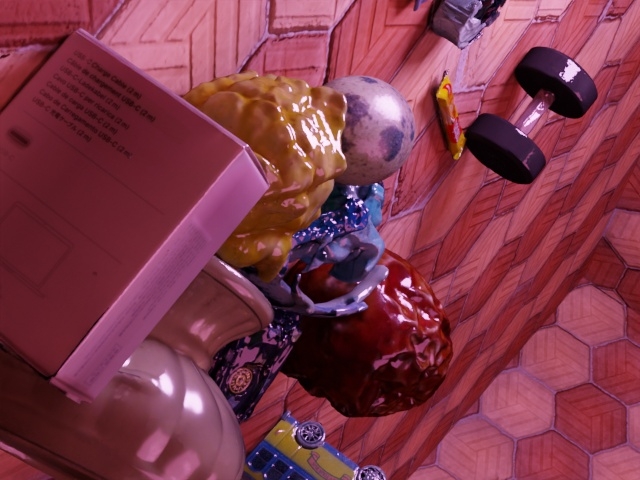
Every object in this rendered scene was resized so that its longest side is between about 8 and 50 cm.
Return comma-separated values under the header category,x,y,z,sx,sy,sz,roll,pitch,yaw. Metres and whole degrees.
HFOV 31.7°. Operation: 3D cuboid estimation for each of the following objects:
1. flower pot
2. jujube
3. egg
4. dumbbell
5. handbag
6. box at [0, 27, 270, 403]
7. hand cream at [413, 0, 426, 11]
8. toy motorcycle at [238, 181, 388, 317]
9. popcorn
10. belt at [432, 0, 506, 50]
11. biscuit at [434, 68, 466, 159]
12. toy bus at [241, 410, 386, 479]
category,x,y,z,sx,sy,sz,roll,pitch,yaw
flower pot,-0.195,0.127,1.125,0.307,0.307,0.244,77,36,-64
jujube,0.064,0.143,1.746,0.276,0.276,0.377,-52,159,-6
egg,0.042,-0.138,1.426,0.181,0.141,0.141,-5,128,-57
dumbbell,0.379,-0.224,2.037,0.218,0.152,0.152,-52,160,-8
handbag,-0.125,0.163,1.549,0.162,0.113,0.260,3,121,-56
box,-0.202,-0.023,0.958,0.252,0.203,0.106,-52,159,-9
hand cream,0.215,-0.400,1.527,0.256,0.055,0.088,-41,164,-27
toy motorcycle,0.000,0.000,1.491,0.260,0.154,0.206,-3,88,-46
popcorn,-0.077,-0.071,1.196,0.255,0.195,0.256,-47,178,-7
belt,0.212,-0.332,1.623,0.140,0.058,0.105,-34,158,-52
biscuit,0.215,-0.206,1.881,0.292,0.026,0.048,53,54,-70
toy bus,0.004,0.485,2.096,0.190,0.312,0.152,-45,158,-31
